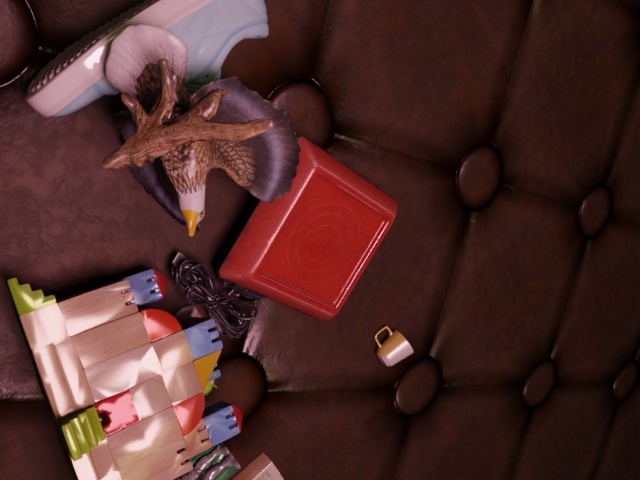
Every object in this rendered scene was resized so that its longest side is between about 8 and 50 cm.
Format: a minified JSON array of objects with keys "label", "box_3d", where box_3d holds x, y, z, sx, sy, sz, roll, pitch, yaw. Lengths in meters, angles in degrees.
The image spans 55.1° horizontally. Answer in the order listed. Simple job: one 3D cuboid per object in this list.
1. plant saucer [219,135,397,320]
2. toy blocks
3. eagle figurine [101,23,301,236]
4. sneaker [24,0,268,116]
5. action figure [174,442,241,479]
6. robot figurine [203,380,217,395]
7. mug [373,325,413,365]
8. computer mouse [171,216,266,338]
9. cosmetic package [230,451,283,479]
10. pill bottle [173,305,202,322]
[{"label":"plant saucer","box_3d":[0.000,0.000,1.024,0.258,0.047,0.259,29,93,-39]},{"label":"toy blocks","box_3d":[-0.257,0.196,0.893,0.260,0.190,0.382,-20,95,-29]},{"label":"eagle figurine","box_3d":[-0.165,-0.114,0.803,0.226,0.298,0.225,29,94,4]},{"label":"sneaker","box_3d":[-0.209,-0.246,0.835,0.366,0.135,0.150,-39,121,-18]},{"label":"action figure","box_3d":[-0.253,0.449,1.080,0.232,0.063,0.137,-37,126,-17]},{"label":"robot figurine","box_3d":[-0.228,0.232,1.018,0.115,0.067,0.101,-3,75,-34]},{"label":"mug","box_3d":[0.148,0.228,1.304,0.064,0.078,0.062,-38,156,-10]},{"label":"computer mouse","box_3d":[-0.110,0.017,1.035,0.272,0.072,0.189,-42,127,-11]},{"label":"cosmetic package","box_3d":[-0.134,0.472,1.181,0.115,0.041,0.060,-36,121,-21]},{"label":"pill bottle","box_3d":[-0.208,0.151,1.021,0.043,0.043,0.083,-38,124,-20]}]
